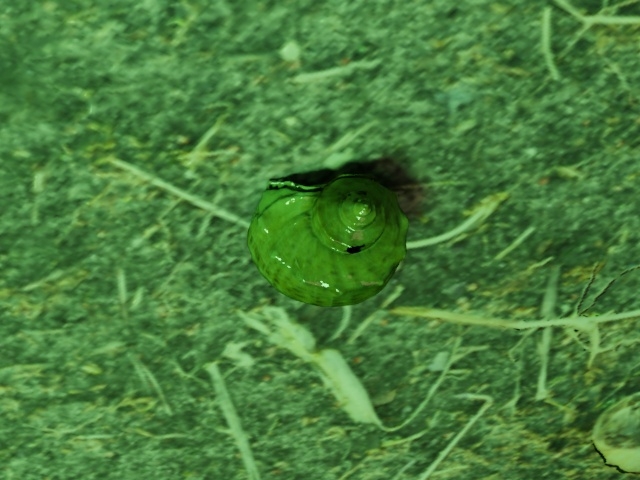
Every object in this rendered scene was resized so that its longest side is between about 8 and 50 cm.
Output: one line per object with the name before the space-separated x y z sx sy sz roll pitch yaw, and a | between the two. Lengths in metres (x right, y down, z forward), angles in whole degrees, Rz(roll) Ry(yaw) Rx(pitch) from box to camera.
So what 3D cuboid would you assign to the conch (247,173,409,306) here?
conch | 0.000 0.000 0.978 0.089 0.074 0.121 35 151 -5
